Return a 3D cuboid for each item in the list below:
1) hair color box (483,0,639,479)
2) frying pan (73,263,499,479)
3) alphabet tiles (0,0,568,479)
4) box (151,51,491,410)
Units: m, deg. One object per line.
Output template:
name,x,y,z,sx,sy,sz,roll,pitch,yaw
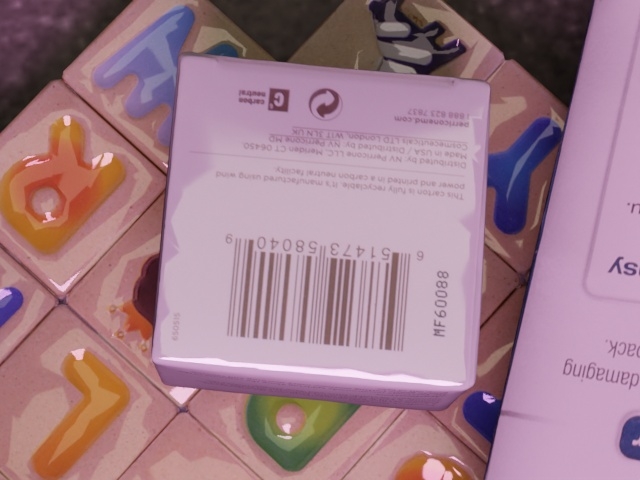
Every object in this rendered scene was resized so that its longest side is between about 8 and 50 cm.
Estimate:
hair color box,0.154,0.053,0.595,0.174,0.105,0.347,8,79,34
frying pan,0.052,0.053,0.718,0.326,0.053,0.197,-17,83,-4
alphabet tiles,-0.027,0.078,0.677,0.285,0.011,0.342,42,82,4
box,0.000,0.000,0.641,0.101,0.087,0.102,5,80,-1
